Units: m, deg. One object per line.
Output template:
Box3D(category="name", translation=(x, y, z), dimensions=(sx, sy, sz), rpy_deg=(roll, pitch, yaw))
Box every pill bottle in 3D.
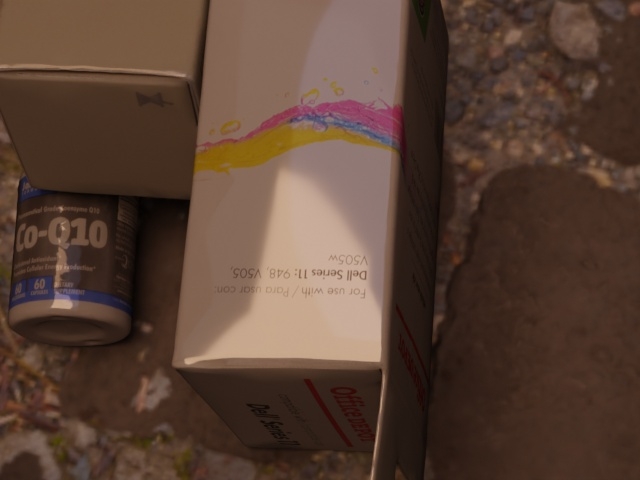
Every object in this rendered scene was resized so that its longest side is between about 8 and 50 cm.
Box3D(category="pill bottle", translation=(-0.155, -0.008, 1.138), dimensions=(0.078, 0.078, 0.137), rpy_deg=(-3, 71, 11))

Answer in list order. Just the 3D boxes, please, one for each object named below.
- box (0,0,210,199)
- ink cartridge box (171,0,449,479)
Box3D(category="box", translation=(-0.108, -0.193, 1.105), dimensions=(0.121, 0.148, 0.311), rpy_deg=(4, 61, 5))
Box3D(category="ink cartridge box", translation=(0.000, 0.000, 1.032), dimensions=(0.119, 0.207, 0.353), rpy_deg=(1, 71, 10))
